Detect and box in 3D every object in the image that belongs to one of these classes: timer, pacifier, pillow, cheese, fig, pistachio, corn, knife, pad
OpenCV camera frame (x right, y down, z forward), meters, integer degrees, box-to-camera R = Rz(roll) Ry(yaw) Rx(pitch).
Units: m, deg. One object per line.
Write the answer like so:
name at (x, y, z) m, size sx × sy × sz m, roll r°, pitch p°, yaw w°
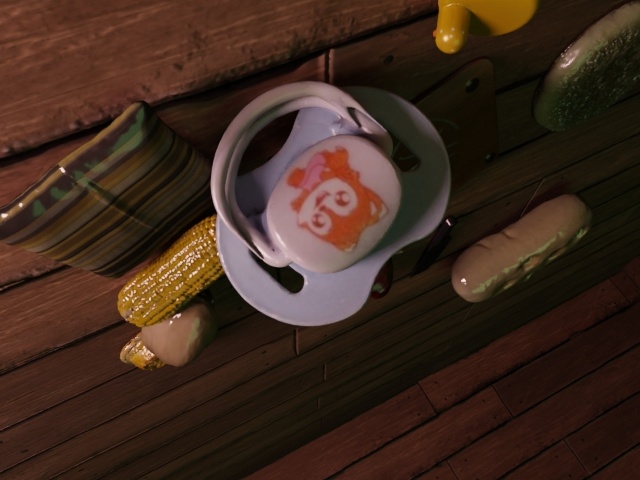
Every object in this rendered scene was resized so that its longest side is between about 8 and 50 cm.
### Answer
timer at (0.176, -0.253, 0.537) m, size 0.107 × 0.109 × 0.107 m, roll 10°, pitch 170°, yaw 2°
pacifier at (0.005, -0.049, 0.636) m, size 0.299 × 0.244 × 0.233 m, roll -46°, pitch 177°, yaw -1°
pillow at (-0.214, -0.039, 0.559) m, size 0.208 × 0.052 × 0.212 m, roll -35°, pitch 157°, yaw 5°
cheese at (0.523, 0.012, 1.311) m, size 0.350 × 0.130 × 0.328 m, roll -11°, pitch 149°, yaw -37°
fig at (0.121, 0.057, 1.052) m, size 0.125 × 0.088 × 0.089 m, roll -56°, pitch 154°, yaw -9°
pistachio at (-0.216, 0.127, 0.792) m, size 0.113 × 0.113 × 0.149 m, roll -3°, pitch 124°, yaw -43°
corn at (-0.187, 0.044, 0.683) m, size 0.238 × 0.080 × 0.080 m, roll -34°, pitch 154°, yaw 24°
knife at (0.275, 0.014, 1.192) m, size 0.072 × 0.019 × 0.245 m, roll -22°, pitch 155°, yaw -25°
pad at (0.165, -0.127, 0.821) m, size 0.286 × 0.018 × 0.284 m, roll -36°, pitch 149°, yaw 3°

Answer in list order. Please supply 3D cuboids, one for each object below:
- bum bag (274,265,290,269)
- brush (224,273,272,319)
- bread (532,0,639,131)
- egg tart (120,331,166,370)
bum bag at (0.000, 0.000, 0.874) m, size 0.159 × 0.026 × 0.109 m, roll -12°, pitch 146°, yaw -34°
brush at (-0.122, 0.066, 0.835) m, size 0.048 × 0.054 × 0.282 m, roll -46°, pitch 156°, yaw -13°
bread at (0.482, -0.287, 0.866) m, size 0.266 × 0.041 × 0.267 m, roll -24°, pitch 152°, yaw -13°
egg tart at (-0.279, 0.191, 0.887) m, size 0.128 × 0.049 × 0.129 m, roll -24°, pitch 154°, yaw -13°
